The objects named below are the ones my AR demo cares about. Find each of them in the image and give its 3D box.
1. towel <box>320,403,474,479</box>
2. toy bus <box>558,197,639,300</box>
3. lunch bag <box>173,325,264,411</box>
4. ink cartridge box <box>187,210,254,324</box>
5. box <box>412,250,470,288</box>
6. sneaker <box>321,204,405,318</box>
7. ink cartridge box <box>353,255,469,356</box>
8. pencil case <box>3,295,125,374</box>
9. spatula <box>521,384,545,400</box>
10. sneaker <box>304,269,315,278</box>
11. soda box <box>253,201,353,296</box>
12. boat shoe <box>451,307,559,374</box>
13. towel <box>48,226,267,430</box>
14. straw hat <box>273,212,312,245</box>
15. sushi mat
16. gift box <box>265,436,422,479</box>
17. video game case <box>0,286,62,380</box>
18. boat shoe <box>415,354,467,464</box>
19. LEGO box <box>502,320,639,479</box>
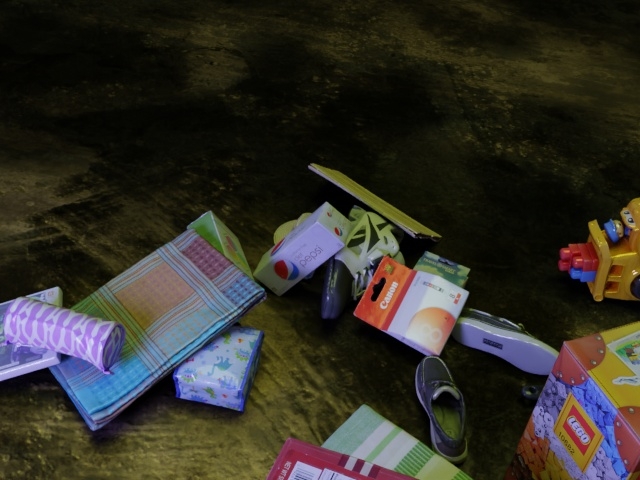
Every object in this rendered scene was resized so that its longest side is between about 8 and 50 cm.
[{"bbox_3d":[0.126,0.425,1.329,0.324,0.038,0.248,31,46,26],"label":"towel"},{"bbox_3d":[0.610,0.018,1.736,0.211,0.220,0.149,0,38,1],"label":"toy bus"},{"bbox_3d":[-0.177,0.212,1.477,0.128,0.096,0.151,11,51,4],"label":"lunch bag"},{"bbox_3d":[-0.187,0.051,1.638,0.062,0.109,0.209,-33,46,8],"label":"ink cartridge box"},{"bbox_3d":[0.225,0.104,1.700,0.109,0.042,0.178,23,43,16],"label":"box"},{"bbox_3d":[0.094,0.046,1.684,0.146,0.122,0.330,17,39,7],"label":"sneaker"},{"bbox_3d":[0.175,0.120,1.598,0.179,0.045,0.145,29,69,2],"label":"ink cartridge box"},{"bbox_3d":[-0.430,0.156,1.395,0.206,0.086,0.088,12,79,15],"label":"pencil case"},{"bbox_3d":[0.513,0.282,1.552,0.296,0.030,0.084,0,44,-10],"label":"spatula"},{"bbox_3d":[0.000,0.000,1.701,0.065,0.166,0.076,39,35,11],"label":"sneaker"},{"bbox_3d":[-0.036,0.019,1.625,0.074,0.216,0.069,40,40,-14],"label":"soda box"},{"bbox_3d":[0.363,0.185,1.604,0.219,0.078,0.070,22,44,18],"label":"boat shoe"},{"bbox_3d":[-0.312,0.137,1.486,0.370,0.040,0.271,-37,48,-19],"label":"towel"},{"bbox_3d":[-0.028,-0.025,1.794,0.144,0.061,0.144,5,42,-4],"label":"straw hat"},{"bbox_3d":[0.121,-0.084,1.862,0.316,0.019,0.151,35,11,27],"label":"sushi mat"},{"bbox_3d":[0.026,0.428,1.119,0.276,0.258,0.255,15,57,33],"label":"gift box"},{"bbox_3d":[-0.551,0.173,1.477,0.190,0.022,0.173,-17,44,0],"label":"video game case"},{"bbox_3d":[0.220,0.283,1.473,0.080,0.073,0.224,2,41,-6],"label":"boat shoe"},{"bbox_3d":[0.577,0.286,1.301,0.500,0.373,0.193,-12,45,-20],"label":"LEGO box"}]
